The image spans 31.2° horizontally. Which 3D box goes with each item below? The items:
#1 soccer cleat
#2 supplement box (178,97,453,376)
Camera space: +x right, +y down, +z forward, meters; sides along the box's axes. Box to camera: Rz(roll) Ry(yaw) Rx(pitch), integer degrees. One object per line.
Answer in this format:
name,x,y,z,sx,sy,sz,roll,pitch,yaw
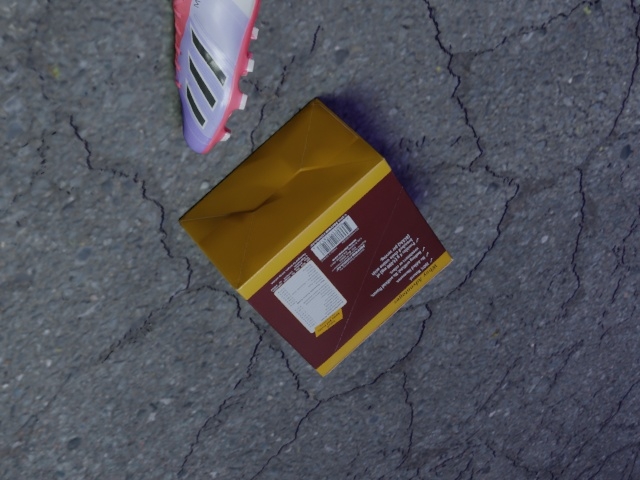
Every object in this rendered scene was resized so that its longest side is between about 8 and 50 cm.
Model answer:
soccer cleat,-0.097,-0.192,1.007,0.095,0.083,0.248,14,123,-11
supplement box,0.000,0.000,1.185,0.191,0.129,0.194,-42,138,-2
